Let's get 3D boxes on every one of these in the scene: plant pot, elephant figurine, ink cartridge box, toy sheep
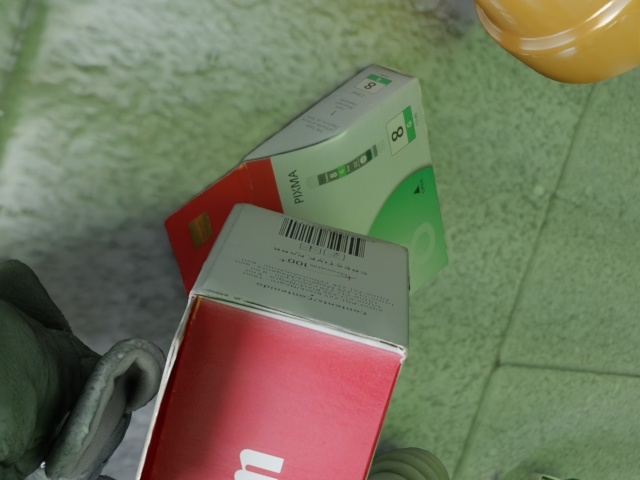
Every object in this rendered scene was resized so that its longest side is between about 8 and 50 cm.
[{"bbox_3d":[0.160,-0.244,0.909,0.188,0.205,0.205,24,89,-37],"label":"plant pot"},{"bbox_3d":[-0.171,0.093,0.727,0.186,0.169,0.239,-33,167,30],"label":"elephant figurine"},{"bbox_3d":[-0.046,0.166,0.783,0.272,0.130,0.309,-75,-179,-73],"label":"ink cartridge box"},{"bbox_3d":[0.070,0.229,1.116,0.132,0.091,0.091,-33,134,-61],"label":"toy sheep"},{"bbox_3d":[0.000,0.000,0.943,0.225,0.056,0.181,-41,134,-32],"label":"ink cartridge box"}]

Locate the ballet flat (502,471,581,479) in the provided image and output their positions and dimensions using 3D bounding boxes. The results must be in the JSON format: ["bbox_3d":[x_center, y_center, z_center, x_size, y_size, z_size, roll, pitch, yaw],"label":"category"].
[{"bbox_3d":[0.215,0.293,1.342,0.247,0.083,0.087,1,83,-51],"label":"ballet flat"}]
